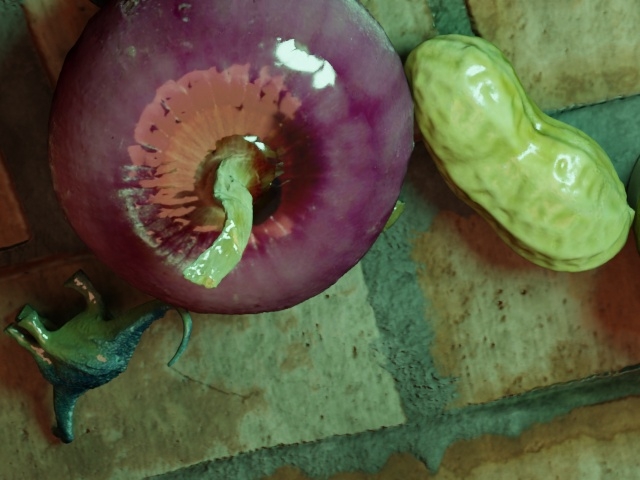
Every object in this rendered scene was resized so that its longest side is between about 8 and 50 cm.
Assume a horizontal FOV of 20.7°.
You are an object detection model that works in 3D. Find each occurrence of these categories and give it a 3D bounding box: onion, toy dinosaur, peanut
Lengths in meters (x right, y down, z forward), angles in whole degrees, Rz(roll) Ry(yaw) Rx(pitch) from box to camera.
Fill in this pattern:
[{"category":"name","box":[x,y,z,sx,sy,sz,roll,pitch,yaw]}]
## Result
[{"category":"onion","box":[-0.071,-0.096,1.678,0.358,0.345,0.358,-11,110,-32]},{"category":"toy dinosaur","box":[-0.255,0.112,1.873,0.147,0.076,0.363,44,139,-6]},{"category":"peanut","box":[0.197,-0.087,1.767,0.305,0.147,0.147,42,112,-14]}]

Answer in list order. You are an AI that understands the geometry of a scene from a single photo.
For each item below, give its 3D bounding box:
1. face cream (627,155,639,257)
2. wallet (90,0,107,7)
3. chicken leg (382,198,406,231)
[{"category":"face cream","box":[0.433,-0.008,1.783,0.218,0.179,0.218,0,119,0]},{"category":"wallet","box":[-0.151,-0.340,1.693,0.146,0.030,0.285,27,115,-18]},{"category":"chicken leg","box":[0.000,0.000,1.864,0.198,0.069,0.085,-27,92,7]}]
